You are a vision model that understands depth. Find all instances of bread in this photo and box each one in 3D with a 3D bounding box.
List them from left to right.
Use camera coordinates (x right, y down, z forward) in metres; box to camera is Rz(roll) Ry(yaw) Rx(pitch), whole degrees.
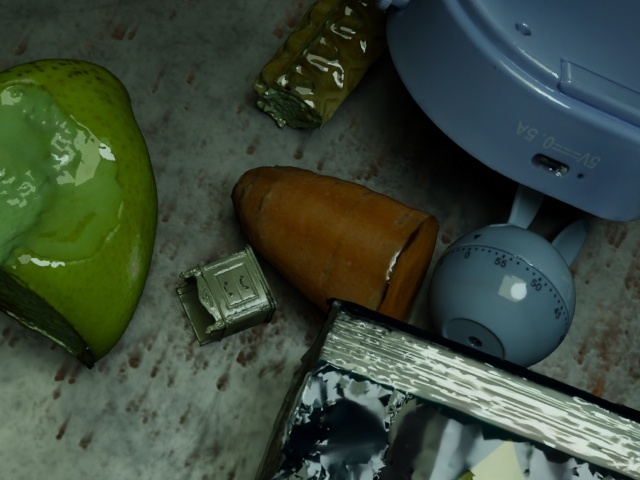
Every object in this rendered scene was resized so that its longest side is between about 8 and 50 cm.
[{"bbox_3d":[0.029,-0.244,1.710,0.269,0.098,0.087,-55,129,-22],"label":"bread"}]

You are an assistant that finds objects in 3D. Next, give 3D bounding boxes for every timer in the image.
[{"bbox_3d":[0.202,0.031,1.629,0.175,0.175,0.255,18,39,-4],"label":"timer"},{"bbox_3d":[0.234,-0.212,1.634,0.395,0.173,0.395,17,43,-17],"label":"timer"}]

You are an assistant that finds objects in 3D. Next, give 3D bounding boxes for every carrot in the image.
[{"bbox_3d":[0.000,0.000,1.595,0.225,0.159,0.159,28,68,11],"label":"carrot"}]

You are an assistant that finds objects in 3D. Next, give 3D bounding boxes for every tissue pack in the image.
[{"bbox_3d":[0.145,0.251,1.461,0.417,0.264,0.253,23,69,-2],"label":"tissue pack"}]

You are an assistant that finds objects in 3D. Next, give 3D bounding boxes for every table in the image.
[{"bbox_3d":[-0.102,0.060,1.590,0.083,0.062,0.079,-21,75,-16],"label":"table"}]

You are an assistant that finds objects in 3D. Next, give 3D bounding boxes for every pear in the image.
[{"bbox_3d":[-0.276,-0.058,1.543,0.286,0.176,0.281,32,66,0],"label":"pear"}]
